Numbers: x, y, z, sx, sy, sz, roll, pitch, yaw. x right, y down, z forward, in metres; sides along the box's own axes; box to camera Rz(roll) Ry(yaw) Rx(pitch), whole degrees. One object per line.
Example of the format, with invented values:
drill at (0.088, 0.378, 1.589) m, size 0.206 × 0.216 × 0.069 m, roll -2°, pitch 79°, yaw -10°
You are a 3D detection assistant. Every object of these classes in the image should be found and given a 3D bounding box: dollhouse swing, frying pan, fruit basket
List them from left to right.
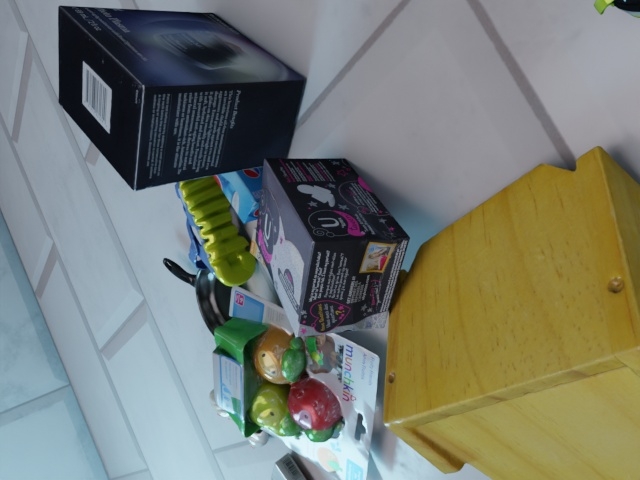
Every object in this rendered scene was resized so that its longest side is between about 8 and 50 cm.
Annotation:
frying pan at (-0.272, 0.142, 1.298) m, size 0.326 × 0.053 × 0.197 m, roll 4°, pitch 106°, yaw 49°
fruit basket at (-0.056, 0.288, 1.026) m, size 0.353 × 0.165 × 0.327 m, roll 24°, pitch 122°, yaw 37°
dollhouse swing at (0.301, 0.144, 0.639) m, size 0.347 × 0.305 × 0.315 m, roll -42°, pitch 31°, yaw 48°

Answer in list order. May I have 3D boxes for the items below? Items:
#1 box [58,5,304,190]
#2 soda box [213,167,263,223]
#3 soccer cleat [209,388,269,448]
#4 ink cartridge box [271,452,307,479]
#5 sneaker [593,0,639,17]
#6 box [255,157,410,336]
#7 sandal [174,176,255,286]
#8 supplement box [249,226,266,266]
box at (-0.240, -0.256, 0.912) m, size 0.296 × 0.294 × 0.183 m, roll 43°, pitch 131°, yaw 29°
soda box at (-0.165, -0.140, 1.052) m, size 0.210 × 0.067 × 0.071 m, roll 56°, pitch 138°, yaw 18°
soccer cleat at (-0.195, 0.420, 1.317) m, size 0.196 × 0.068 × 0.076 m, roll 37°, pitch 125°, yaw 25°
ink cartridge box at (-0.055, 0.588, 1.254) m, size 0.145 × 0.045 × 0.179 m, roll 49°, pitch 154°, yaw 24°
sneaker at (0.330, -0.256, 0.415) m, size 0.234 × 0.097 × 0.084 m, roll -42°, pitch 73°, yaw 48°
box at (0.000, 0.000, 0.795) m, size 0.247 × 0.142 × 0.163 m, roll -119°, pitch 34°, yaw -52°
sandal at (-0.248, -0.053, 1.137) m, size 0.138 × 0.126 × 0.317 m, roll -7°, pitch 98°, yaw 49°
supplement box at (-0.094, 0.021, 1.058) m, size 0.098 × 0.036 × 0.062 m, roll 39°, pitch 130°, yaw 33°
